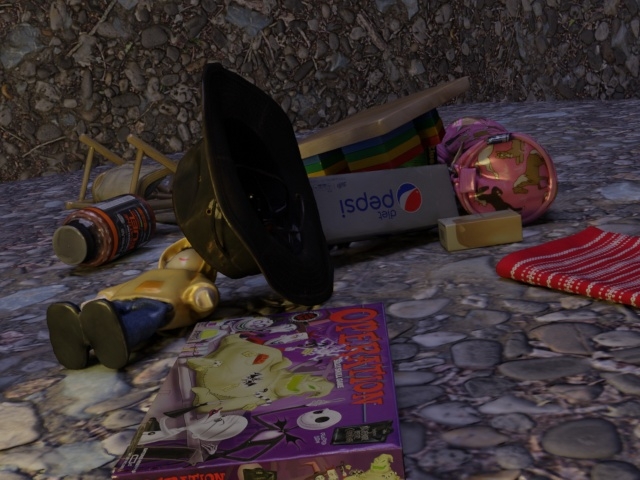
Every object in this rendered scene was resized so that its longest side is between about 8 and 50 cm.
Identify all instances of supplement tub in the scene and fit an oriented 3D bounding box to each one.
[{"bbox_3d":[-0.381,-0.014,1.499,0.106,0.106,0.198,-2,14,22],"label":"supplement tub"}]

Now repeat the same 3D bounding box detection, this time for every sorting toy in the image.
[{"bbox_3d":[0.100,-0.175,1.467,0.257,0.089,0.255,-11,15,47],"label":"sorting toy"}]

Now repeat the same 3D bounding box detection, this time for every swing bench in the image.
[{"bbox_3d":[-0.352,-0.115,1.776,0.254,0.165,0.253,13,-4,-38],"label":"swing bench"}]

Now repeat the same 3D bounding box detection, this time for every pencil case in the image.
[{"bbox_3d":[0.299,-0.132,1.519,0.160,0.167,0.386,-37,8,10],"label":"pencil case"}]

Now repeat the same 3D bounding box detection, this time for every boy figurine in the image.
[{"bbox_3d":[-0.197,0.068,1.047,0.177,0.092,0.285,-5,15,25],"label":"boy figurine"}]

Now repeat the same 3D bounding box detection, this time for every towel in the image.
[{"bbox_3d":[0.371,0.029,1.025,0.198,0.031,0.275,-16,15,-30],"label":"towel"}]

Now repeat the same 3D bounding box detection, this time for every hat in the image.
[{"bbox_3d":[-0.109,-0.053,1.098,0.134,0.331,0.331,-23,6,21],"label":"hat"}]

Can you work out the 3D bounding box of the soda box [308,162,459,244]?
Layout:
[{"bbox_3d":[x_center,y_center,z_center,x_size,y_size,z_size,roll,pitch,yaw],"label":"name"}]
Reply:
[{"bbox_3d":[0.070,-0.051,1.318,0.286,0.098,0.091,-9,-6,-30],"label":"soda box"}]

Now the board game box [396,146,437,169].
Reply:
[{"bbox_3d":[0.138,-0.133,1.663,0.030,0.136,0.259,-11,13,-31],"label":"board game box"}]

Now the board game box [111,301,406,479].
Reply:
[{"bbox_3d":[-0.037,0.134,0.756,0.208,0.056,0.347,-3,12,2],"label":"board game box"}]

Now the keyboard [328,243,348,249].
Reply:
[{"bbox_3d":[0.000,0.000,1.399,0.108,0.023,0.180,-3,14,19],"label":"keyboard"}]

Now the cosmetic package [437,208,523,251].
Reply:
[{"bbox_3d":[0.239,-0.016,1.282,0.115,0.041,0.060,-8,12,-4],"label":"cosmetic package"}]

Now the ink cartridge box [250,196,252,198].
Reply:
[{"bbox_3d":[-0.062,-0.096,1.658,0.273,0.114,0.197,4,17,44],"label":"ink cartridge box"}]
